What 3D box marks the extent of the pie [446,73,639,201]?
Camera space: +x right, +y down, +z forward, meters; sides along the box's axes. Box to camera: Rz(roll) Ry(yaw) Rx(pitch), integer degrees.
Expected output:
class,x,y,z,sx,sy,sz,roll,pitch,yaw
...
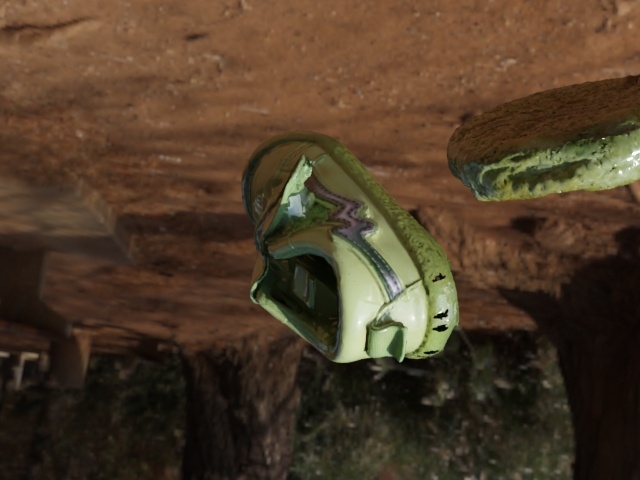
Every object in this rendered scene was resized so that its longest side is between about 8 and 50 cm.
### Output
class,x,y,z,sx,sy,sz,roll,pitch,yaw
pie,0.259,-0.109,0.960,0.277,0.079,0.277,-20,-166,5

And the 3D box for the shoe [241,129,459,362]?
class,x,y,z,sx,sy,sz,roll,pitch,yaw
shoe,0.006,-0.002,0.779,0.128,0.140,0.262,-5,-143,-44
